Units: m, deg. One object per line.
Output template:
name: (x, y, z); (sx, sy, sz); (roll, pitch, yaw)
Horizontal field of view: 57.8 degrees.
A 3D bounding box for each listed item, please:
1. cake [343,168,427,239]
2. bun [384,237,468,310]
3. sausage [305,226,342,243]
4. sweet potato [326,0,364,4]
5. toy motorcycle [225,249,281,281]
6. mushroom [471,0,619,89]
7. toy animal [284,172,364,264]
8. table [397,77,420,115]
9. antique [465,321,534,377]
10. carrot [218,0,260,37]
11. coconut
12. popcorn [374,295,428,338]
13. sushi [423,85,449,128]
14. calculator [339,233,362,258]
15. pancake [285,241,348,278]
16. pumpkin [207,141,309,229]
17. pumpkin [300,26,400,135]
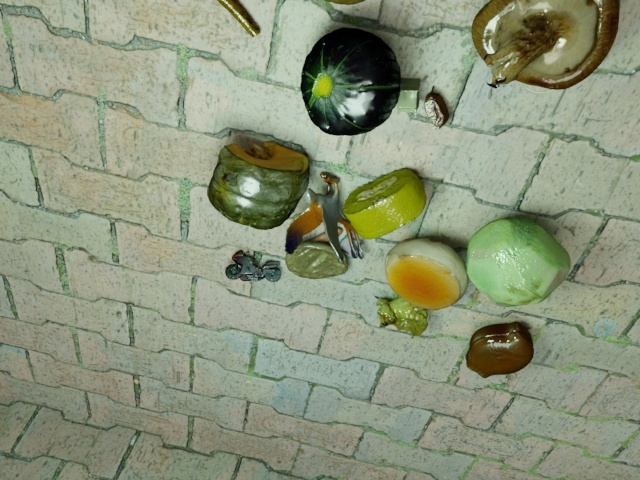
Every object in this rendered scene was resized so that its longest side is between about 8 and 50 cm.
cake: (0.211, -0.113, 1.876); (0.260, 0.179, 0.156); (-24, 120, 29)
bun: (0.371, 0.093, 2.015); (0.299, 0.165, 0.299); (17, 139, 15)
sausage: (0.000, 0.000, 2.105); (0.186, 0.043, 0.043); (-28, 118, 30)
sweet potato: (0.103, -0.664, 1.528); (0.269, 0.075, 0.075); (-9, 126, 8)
toy motorcycle: (-0.254, 0.100, 2.212); (0.213, 0.122, 0.082); (5, 154, -7)
mushroom: (0.557, -0.510, 1.424); (0.345, 0.260, 0.345); (7, 130, 8)
toy animal: (0.055, -0.073, 1.951); (0.225, 0.284, 0.302); (6, 98, 39)
table: (0.256, -0.416, 1.686); (0.062, 0.079, 0.083); (5, 131, 11)
antique: (0.687, 0.414, 2.227); (0.223, 0.129, 0.278); (29, 129, -12)
carrot: (-0.235, -0.644, 1.637); (0.042, 0.042, 0.171); (-30, 117, 31)
coconut: (0.640, 0.082, 1.871); (0.328, 0.281, 0.328); (11, 134, 12)
popcorn: (0.309, 0.282, 2.205); (0.195, 0.174, 0.168); (-6, 149, 6)
sushi: (0.342, -0.389, 1.707); (0.052, 0.055, 0.120); (-20, 111, 39)
calculator: (0.091, 0.032, 2.126); (0.094, 0.019, 0.141); (28, 129, -14)
pancake: (-0.016, 0.075, 2.136); (0.241, 0.050, 0.242); (3, 143, 3)
pumpkin: (-0.192, -0.180, 1.858); (0.256, 0.303, 0.225); (42, 129, 28)
pumpkin: (0.103, -0.440, 1.613); (0.295, 0.296, 0.296); (6, 129, 8)
